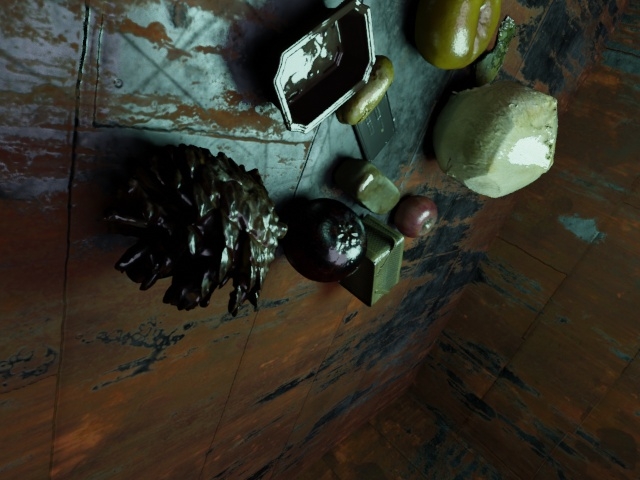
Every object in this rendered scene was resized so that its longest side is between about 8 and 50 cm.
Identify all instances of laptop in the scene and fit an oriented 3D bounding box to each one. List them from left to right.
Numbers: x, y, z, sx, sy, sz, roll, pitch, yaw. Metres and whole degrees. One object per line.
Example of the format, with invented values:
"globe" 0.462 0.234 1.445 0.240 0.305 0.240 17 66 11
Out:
"laptop" 0.144 -0.305 1.101 0.135 0.016 0.197 -49 149 -10

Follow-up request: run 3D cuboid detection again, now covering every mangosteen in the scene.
"mangosteen" 0.000 0.002 1.054 0.216 0.216 0.216 -34 144 -29

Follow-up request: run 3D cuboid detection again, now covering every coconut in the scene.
"coconut" 0.555 -0.316 1.309 0.346 0.360 0.346 -33 145 -27

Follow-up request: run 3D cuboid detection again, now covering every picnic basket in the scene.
"picnic basket" 0.152 0.066 1.334 0.139 0.165 0.267 -37 146 -26

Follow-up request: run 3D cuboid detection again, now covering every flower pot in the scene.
"flower pot" -0.011 -0.335 0.799 0.251 0.084 0.179 -44 147 -17

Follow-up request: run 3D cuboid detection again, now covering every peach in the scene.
"peach" 0.330 -0.533 1.001 0.251 0.153 0.251 -40 153 -24

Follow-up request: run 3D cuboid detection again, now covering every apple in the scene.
"apple" 0.328 -0.085 1.465 0.153 0.120 0.153 -29 143 -25

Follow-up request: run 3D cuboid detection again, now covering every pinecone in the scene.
"pinecone" -0.197 -0.014 0.691 0.295 0.298 0.242 23 128 -40

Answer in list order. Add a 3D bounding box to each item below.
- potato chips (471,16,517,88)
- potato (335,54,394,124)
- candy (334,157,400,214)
"potato chips" 0.560 -0.594 1.366 0.202 0.029 0.220 8 117 -56
"potato" 0.098 -0.332 0.930 0.080 0.107 0.170 39 87 -17
"candy" 0.132 -0.144 1.156 0.102 0.104 0.234 -56 149 2
